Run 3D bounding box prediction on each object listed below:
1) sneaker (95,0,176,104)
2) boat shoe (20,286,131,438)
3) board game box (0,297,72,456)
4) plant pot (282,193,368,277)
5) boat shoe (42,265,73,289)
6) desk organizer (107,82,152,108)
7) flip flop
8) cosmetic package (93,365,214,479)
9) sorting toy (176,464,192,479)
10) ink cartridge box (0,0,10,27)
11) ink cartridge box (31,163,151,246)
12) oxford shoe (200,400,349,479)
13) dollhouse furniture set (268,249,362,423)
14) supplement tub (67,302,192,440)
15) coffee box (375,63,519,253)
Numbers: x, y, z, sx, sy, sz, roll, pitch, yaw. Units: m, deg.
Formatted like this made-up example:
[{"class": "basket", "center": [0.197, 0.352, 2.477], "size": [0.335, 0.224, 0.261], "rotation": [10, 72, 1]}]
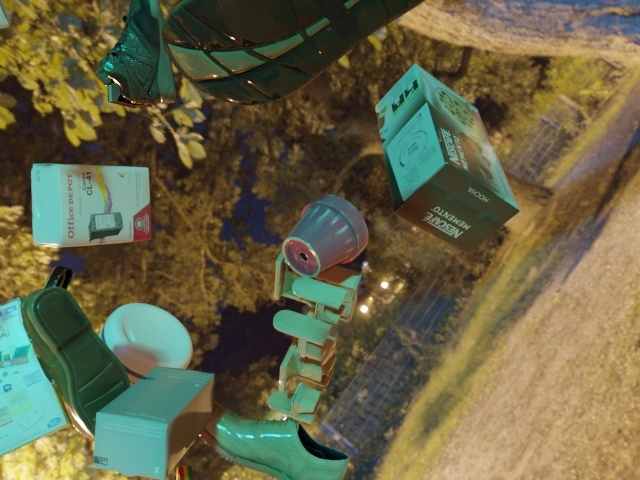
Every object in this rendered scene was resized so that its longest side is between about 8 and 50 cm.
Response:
[{"class": "sneaker", "center": [-0.333, -0.349, 1.051], "size": [0.130, 0.087, 0.228], "rotation": [-12, -64, -20]}, {"class": "boat shoe", "center": [-0.446, 0.227, 1.105], "size": [0.104, 0.307, 0.110], "rotation": [-15, 10, 44]}, {"class": "board game box", "center": [-0.738, 0.322, 1.355], "size": [0.242, 0.317, 0.064], "rotation": [-22, -8, -20]}, {"class": "plant pot", "center": [0.000, 0.000, 1.645], "size": [0.180, 0.201, 0.201], "rotation": [-40, -15, -38]}, {"class": "boat shoe", "center": [-0.609, 0.119, 1.379], "size": [0.049, 0.042, 0.133], "rotation": [75, -159, -56]}, {"class": "desk organizer", "center": [-0.469, -0.357, 1.484], "size": [0.130, 0.050, 0.047], "rotation": [-25, -65, -77]}, {"class": "flip flop", "center": [-0.009, -0.207, 0.508], "size": [0.277, 0.112, 0.080], "rotation": [-25, 31, 23]}, {"class": "cosmetic package", "center": [-0.280, 0.307, 1.045], "size": [0.238, 0.127, 0.107], "rotation": [-34, -50, -83]}, {"class": "sorting toy", "center": [-0.248, 0.558, 1.090], "size": [0.274, 0.046, 0.132], "rotation": [-120, 38, -52]}, {"class": "ink cartridge box", "center": [-0.650, -0.290, 0.839], "size": [0.370, 0.175, 0.069], "rotation": [-32, -48, -27]}, {"class": "ink cartridge box", "center": [-0.641, -0.101, 1.712], "size": [0.306, 0.131, 0.226], "rotation": [-8, -81, -57]}, {"class": "oxford shoe", "center": [-0.105, 0.398, 1.226], "size": [0.130, 0.348, 0.123], "rotation": [-60, 2, 8]}, {"class": "dollhouse furniture set", "center": [-0.066, 0.236, 1.729], "size": [0.394, 0.256, 0.362], "rotation": [-61, -17, -46]}, {"class": "supplement tub", "center": [-0.508, 0.352, 1.586], "size": [0.325, 0.235, 0.235], "rotation": [-54, -8, 24]}, {"class": "coffee box", "center": [0.202, -0.144, 1.019], "size": [0.119, 0.168, 0.297], "rotation": [-45, 31, 33]}]
